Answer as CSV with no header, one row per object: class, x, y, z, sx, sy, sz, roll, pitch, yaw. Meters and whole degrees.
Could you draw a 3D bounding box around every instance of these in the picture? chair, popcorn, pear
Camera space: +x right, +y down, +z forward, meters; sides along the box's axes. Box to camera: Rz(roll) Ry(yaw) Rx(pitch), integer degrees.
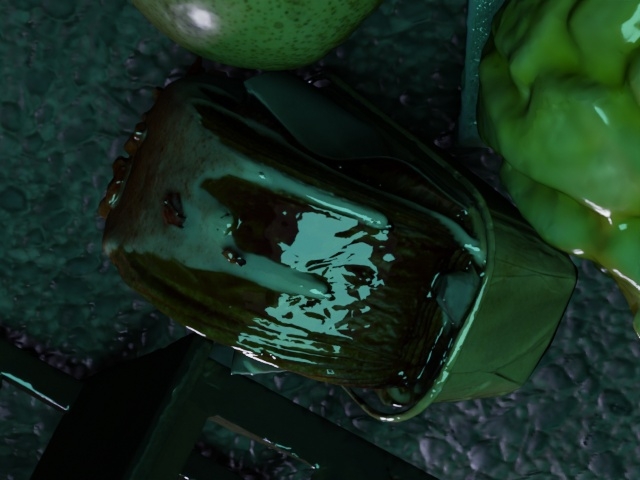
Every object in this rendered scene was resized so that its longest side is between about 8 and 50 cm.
chair,-0.142,0.147,0.853,0.416,0.203,0.240,32,160,-17
popcorn,0.216,-0.066,0.736,0.293,0.293,0.237,21,107,-10
pear,-0.022,-0.161,0.739,0.136,0.167,0.167,31,117,-20

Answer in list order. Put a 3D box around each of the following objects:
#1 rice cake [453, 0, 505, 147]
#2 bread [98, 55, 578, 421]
rice cake,0.095,-0.138,0.817,0.043,0.034,0.211,3,121,4
bread,0.000,0.000,0.789,0.212,0.224,0.142,10,111,-32
